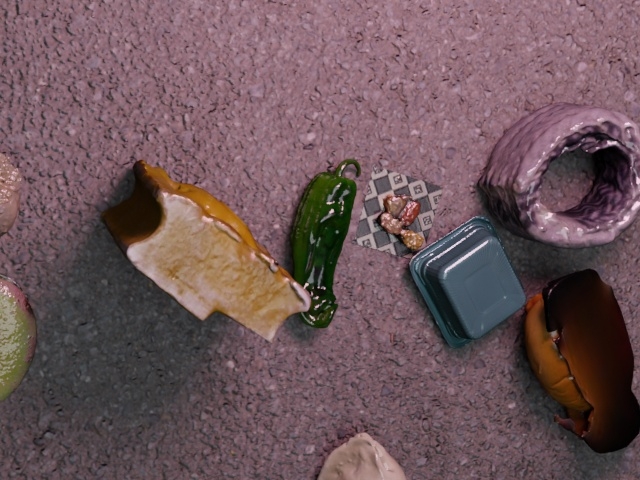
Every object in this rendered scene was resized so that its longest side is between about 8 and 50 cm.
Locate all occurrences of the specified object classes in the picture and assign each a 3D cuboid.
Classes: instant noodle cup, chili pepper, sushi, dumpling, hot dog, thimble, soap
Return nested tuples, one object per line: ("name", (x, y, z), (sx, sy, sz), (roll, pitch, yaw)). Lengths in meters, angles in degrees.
("instant noodle cup", (0.240, 0.068, 1.963), (0.157, 0.070, 0.179), (-33, 109, -12))
("chili pepper", (0.005, 0.001, 1.897), (0.100, 0.074, 0.257), (8, 99, -20))
("sushi", (0.124, -0.040, 1.946), (0.120, 0.026, 0.126), (15, 92, -16))
("dumpling", (0.063, 0.394, 1.945), (0.155, 0.111, 0.181), (-20, 77, 16))
("hot dog", (0.392, 0.190, 2.002), (0.194, 0.107, 0.326), (-21, 110, -32))
("thimble", (0.381, -0.098, 1.945), (0.245, 0.157, 0.217), (-20, 101, -12))
("soap", (-0.160, 0.015, 1.740), (0.259, 0.281, 0.143), (35, 89, -17))

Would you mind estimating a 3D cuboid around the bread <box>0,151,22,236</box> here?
("bread", (-0.569, -0.083, 1.669), (0.337, 0.102, 0.183), (26, 131, -16))

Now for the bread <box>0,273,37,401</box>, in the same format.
("bread", (-0.515, 0.140, 1.781), (0.228, 0.033, 0.229), (-2, 97, -14))
